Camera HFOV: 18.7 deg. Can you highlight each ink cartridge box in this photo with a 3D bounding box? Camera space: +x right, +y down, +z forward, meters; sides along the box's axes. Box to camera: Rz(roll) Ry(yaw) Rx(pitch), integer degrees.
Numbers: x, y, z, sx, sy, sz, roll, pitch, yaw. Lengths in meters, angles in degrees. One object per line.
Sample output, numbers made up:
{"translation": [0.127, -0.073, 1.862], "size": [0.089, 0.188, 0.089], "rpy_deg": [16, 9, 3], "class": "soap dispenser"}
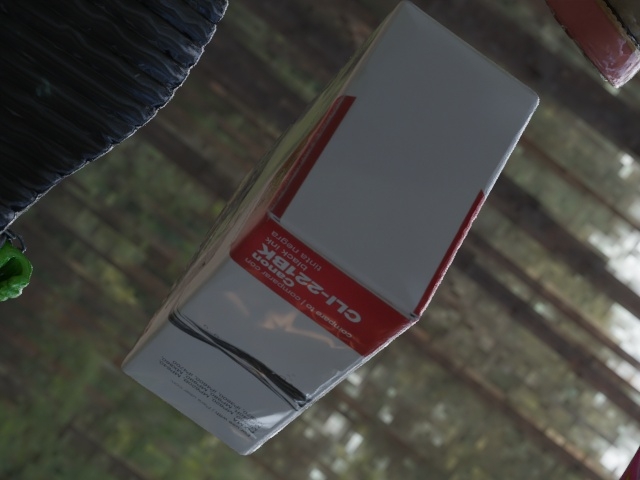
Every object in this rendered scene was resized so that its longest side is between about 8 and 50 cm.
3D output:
{"translation": [0.000, 0.000, 1.266], "size": [0.197, 0.114, 0.273], "rpy_deg": [-59, -173, -33], "class": "ink cartridge box"}

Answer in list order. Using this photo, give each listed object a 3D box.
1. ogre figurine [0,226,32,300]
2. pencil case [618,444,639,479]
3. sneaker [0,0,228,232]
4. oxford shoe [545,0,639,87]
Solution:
{"translation": [-0.281, -0.010, 1.170], "size": [0.097, 0.197, 0.118], "rpy_deg": [-51, 142, -39], "class": "ogre figurine"}
{"translation": [0.139, 0.160, 0.773], "size": [0.284, 0.124, 0.124], "rpy_deg": [-54, -172, 4], "class": "pencil case"}
{"translation": [-0.154, -0.042, 0.697], "size": [0.330, 0.122, 0.146], "rpy_deg": [-51, -158, 4], "class": "sneaker"}
{"translation": [0.152, -0.280, 1.324], "size": [0.130, 0.348, 0.123], "rpy_deg": [-34, -170, 11], "class": "oxford shoe"}
